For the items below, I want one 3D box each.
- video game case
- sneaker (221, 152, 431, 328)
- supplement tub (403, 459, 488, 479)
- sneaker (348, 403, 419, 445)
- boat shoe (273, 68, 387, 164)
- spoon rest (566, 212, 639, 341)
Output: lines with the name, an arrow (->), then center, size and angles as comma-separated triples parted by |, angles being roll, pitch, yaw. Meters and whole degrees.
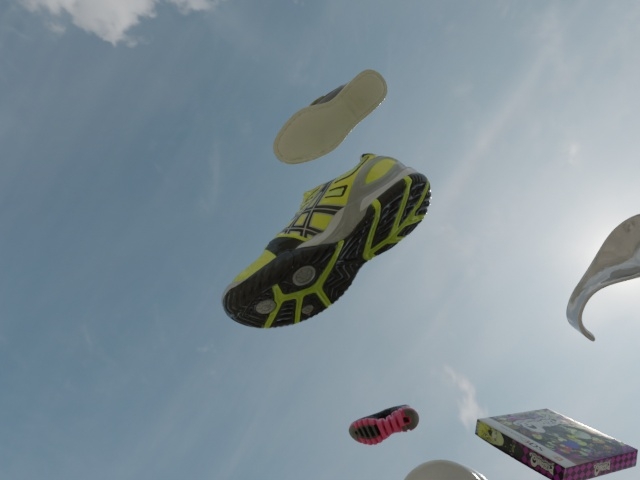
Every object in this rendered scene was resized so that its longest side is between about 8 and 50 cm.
video game case -> 0.478, 0.413, 0.988 | 0.232, 0.210, 0.042 | 4, -86, -28
sneaker -> 0.000, 0.000, 0.803 | 0.384, 0.147, 0.145 | -35, -43, -9
supplement tub -> 0.303, 0.631, 1.053 | 0.228, 0.228, 0.316 | -25, -49, 9
sneaker -> 0.105, 0.305, 0.811 | 0.119, 0.057, 0.047 | -16, -87, 3
boat shoe -> 0.016, -0.261, 1.059 | 0.305, 0.091, 0.109 | -40, -78, -16
spoon rest -> 0.575, 0.064, 0.936 | 0.084, 0.137, 0.276 | 26, -77, -21
